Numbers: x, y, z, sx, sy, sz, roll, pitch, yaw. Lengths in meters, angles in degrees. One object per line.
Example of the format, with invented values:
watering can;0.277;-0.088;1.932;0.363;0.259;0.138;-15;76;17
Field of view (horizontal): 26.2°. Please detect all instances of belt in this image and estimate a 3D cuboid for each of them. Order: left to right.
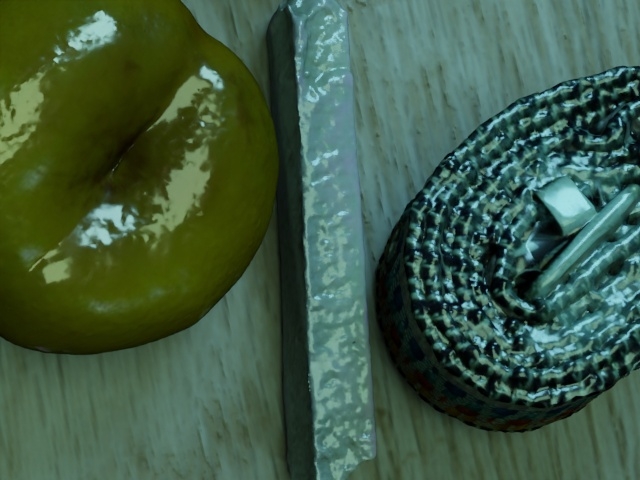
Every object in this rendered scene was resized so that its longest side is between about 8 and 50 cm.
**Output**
belt;0.173;0.003;1.005;0.207;0.160;0.295;41;73;7

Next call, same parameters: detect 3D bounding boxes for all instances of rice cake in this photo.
rice cake;0.000;0.000;0.986;0.056;0.072;0.365;-2;86;-22

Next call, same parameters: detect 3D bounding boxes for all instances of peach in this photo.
peach;-0.145;-0.048;0.884;0.251;0.153;0.251;6;80;-39
